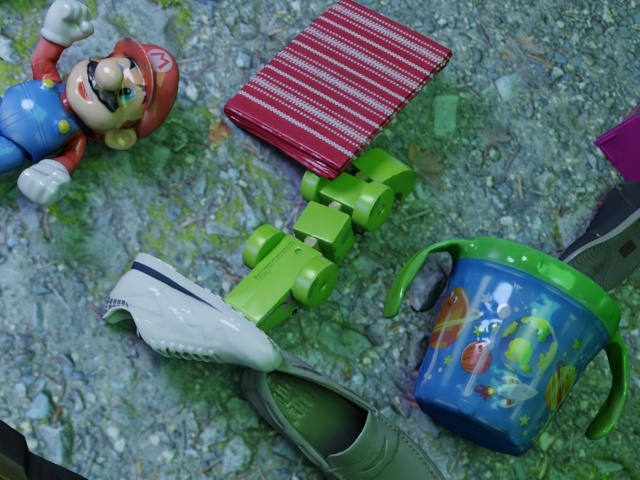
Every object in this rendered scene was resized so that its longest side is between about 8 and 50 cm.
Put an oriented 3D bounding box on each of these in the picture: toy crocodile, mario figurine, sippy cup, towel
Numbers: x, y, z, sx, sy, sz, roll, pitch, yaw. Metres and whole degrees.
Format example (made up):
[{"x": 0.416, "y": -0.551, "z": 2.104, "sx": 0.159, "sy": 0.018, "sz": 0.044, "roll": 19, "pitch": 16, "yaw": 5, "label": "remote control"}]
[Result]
[{"x": 0.000, "y": 0.000, "z": 1.531, "sx": 0.115, "sy": 0.105, "sz": 0.340, "roll": 26, "pitch": 62, "yaw": 26, "label": "toy crocodile"}, {"x": -0.316, "y": -0.166, "z": 1.394, "sx": 0.321, "sy": 0.170, "sz": 0.198, "roll": -22, "pitch": 119, "yaw": -20, "label": "mario figurine"}, {"x": 0.238, "y": 0.147, "z": 1.531, "sx": 0.305, "sy": 0.240, "sz": 0.224, "roll": 21, "pitch": 74, "yaw": 25, "label": "sippy cup"}, {"x": 0.025, "y": -0.211, "z": 1.597, "sx": 0.199, "sy": 0.031, "sz": 0.275, "roll": 31, "pitch": 60, "yaw": 21, "label": "towel"}]

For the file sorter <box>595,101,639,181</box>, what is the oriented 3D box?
[{"x": 0.612, "y": -0.123, "z": 1.777, "sx": 0.290, "sy": 0.202, "sz": 0.182, "roll": 49, "pitch": 59, "yaw": -4, "label": "file sorter"}]

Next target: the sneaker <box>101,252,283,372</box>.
[{"x": -0.150, "y": 0.107, "z": 1.403, "sx": 0.235, "sy": 0.090, "sz": 0.095, "roll": 27, "pitch": 71, "yaw": 25, "label": "sneaker"}]

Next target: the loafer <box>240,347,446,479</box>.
[{"x": 0.037, "y": 0.251, "z": 1.452, "sx": 0.319, "sy": 0.111, "sz": 0.112, "roll": 36, "pitch": 82, "yaw": -8, "label": "loafer"}]

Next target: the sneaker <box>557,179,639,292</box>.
[{"x": 0.416, "y": 0.001, "z": 1.730, "sx": 0.222, "sy": 0.118, "sz": 0.083, "roll": -35, "pitch": 111, "yaw": 0, "label": "sneaker"}]

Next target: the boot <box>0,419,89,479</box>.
[{"x": -0.313, "y": 0.315, "z": 1.316, "sx": 0.305, "sy": 0.112, "sz": 0.115, "roll": 40, "pitch": 93, "yaw": -13, "label": "boot"}]

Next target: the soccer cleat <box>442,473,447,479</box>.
[{"x": 0.146, "y": 0.312, "z": 1.540, "sx": 0.083, "sy": 0.029, "sz": 0.035, "roll": 50, "pitch": 53, "yaw": -7, "label": "soccer cleat"}]
